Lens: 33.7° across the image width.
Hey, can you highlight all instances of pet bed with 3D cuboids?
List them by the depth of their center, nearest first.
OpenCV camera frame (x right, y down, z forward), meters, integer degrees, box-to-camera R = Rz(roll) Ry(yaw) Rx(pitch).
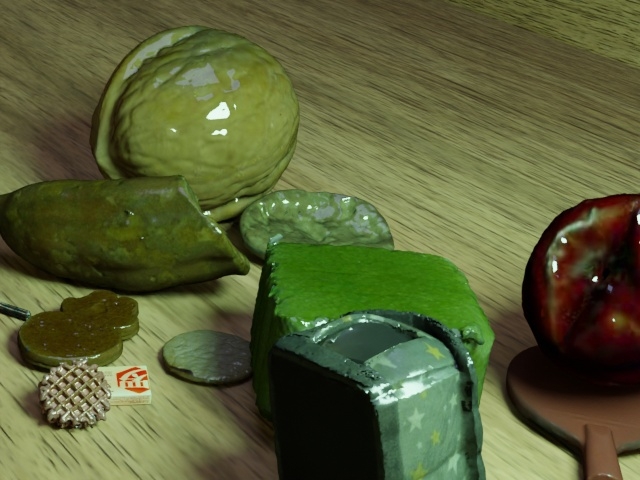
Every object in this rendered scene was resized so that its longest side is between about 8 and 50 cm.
[{"bbox_3d":[0.066,0.174,0.979,0.159,0.211,0.183,-19,22,-35],"label":"pet bed"}]

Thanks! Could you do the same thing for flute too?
[{"bbox_3d":[-0.480,0.059,1.329,0.269,0.014,0.014,15,25,16],"label":"flute"}]

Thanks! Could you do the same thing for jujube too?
[{"bbox_3d":[0.401,0.048,1.277,0.258,0.258,0.376,26,24,34],"label":"jujube"}]

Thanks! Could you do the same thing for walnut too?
[{"bbox_3d":[-0.192,-0.172,1.604,0.332,0.333,0.333,7,24,-3],"label":"walnut"}]

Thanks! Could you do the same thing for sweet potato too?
[{"bbox_3d":[-0.278,-0.009,1.387,0.369,0.158,0.158,0,23,7],"label":"sweet potato"}]

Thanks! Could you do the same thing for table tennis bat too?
[{"bbox_3d":[0.317,0.199,1.233,0.200,0.038,0.310,10,24,5],"label":"table tennis bat"}]

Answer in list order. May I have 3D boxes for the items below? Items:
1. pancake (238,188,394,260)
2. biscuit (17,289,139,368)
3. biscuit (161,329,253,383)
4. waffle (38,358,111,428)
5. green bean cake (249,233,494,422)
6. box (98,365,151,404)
[{"bbox_3d":[0.000,0.000,1.567,0.241,0.050,0.242,8,33,-5],"label":"pancake"},{"bbox_3d":[-0.283,0.110,1.262,0.124,0.026,0.175,17,26,17],"label":"biscuit"},{"bbox_3d":[-0.131,0.138,1.259,0.120,0.015,0.120,6,24,-3],"label":"biscuit"},{"bbox_3d":[-0.261,0.165,1.122,0.075,0.029,0.083,-4,53,-19],"label":"waffle"},{"bbox_3d":[0.050,0.110,1.201,0.249,0.156,0.247,6,21,-10],"label":"green bean cake"},{"bbox_3d":[-0.237,0.161,1.174,0.093,0.015,0.058,0,28,-16],"label":"box"}]
